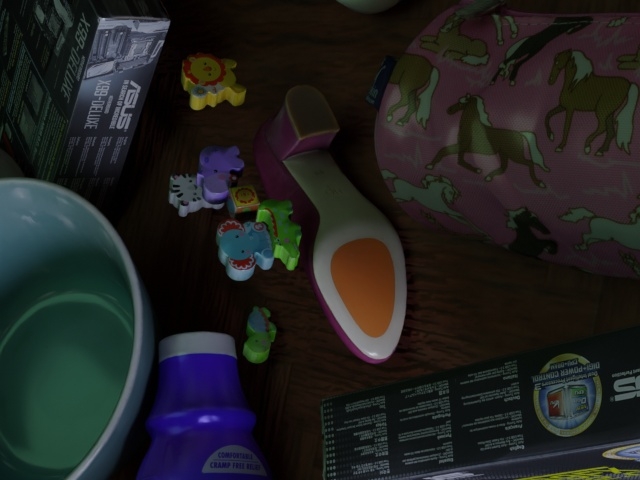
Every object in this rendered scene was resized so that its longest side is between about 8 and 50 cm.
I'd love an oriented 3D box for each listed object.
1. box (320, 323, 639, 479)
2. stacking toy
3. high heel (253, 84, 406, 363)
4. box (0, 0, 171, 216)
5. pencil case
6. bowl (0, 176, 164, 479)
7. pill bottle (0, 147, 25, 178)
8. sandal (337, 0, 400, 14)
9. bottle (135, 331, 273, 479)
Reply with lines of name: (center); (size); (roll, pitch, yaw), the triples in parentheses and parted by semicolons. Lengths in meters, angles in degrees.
box: (0.168, 0.108, 0.780); (0.270, 0.216, 0.060); (-19, 67, 42)
stacking toy: (-0.077, -0.025, 1.137); (0.167, 0.052, 0.221); (105, 149, -53)
high heel: (0.000, 0.000, 1.107); (0.244, 0.082, 0.117); (67, 155, 18)
box: (-0.264, -0.169, 1.352); (0.242, 0.076, 0.307); (58, 137, 38)
pencil case: (0.209, -0.064, 0.826); (0.386, 0.167, 0.160); (13, 57, 47)
bowl: (-0.263, 0.114, 1.213); (0.311, 0.163, 0.312); (-7, 70, 20)
pill bottle: (-0.407, -0.041, 1.383); (0.264, 0.146, 0.146); (10, 88, 57)
sandal: (0.003, -0.385, 1.160); (0.169, 0.102, 0.416); (-41, 53, 33)
bottle: (-0.094, 0.219, 1.105); (0.092, 0.118, 0.283); (-23, 64, 42)
